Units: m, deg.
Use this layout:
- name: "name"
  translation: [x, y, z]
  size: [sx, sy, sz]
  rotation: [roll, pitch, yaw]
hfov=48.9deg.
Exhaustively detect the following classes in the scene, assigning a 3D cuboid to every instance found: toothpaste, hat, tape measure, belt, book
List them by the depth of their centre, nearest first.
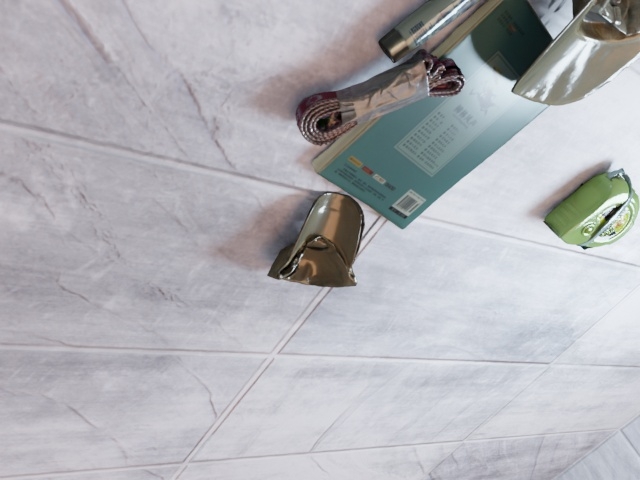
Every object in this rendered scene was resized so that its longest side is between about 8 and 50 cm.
- name: "toothpaste"
  translation: [0.180, -0.313, 0.899]
  size: [0.239, 0.039, 0.062]
  rotation: [-36, 147, 8]
- name: "belt"
  translation: [0.077, -0.195, 0.940]
  size: [0.232, 0.053, 0.071]
  rotation: [-20, 126, 0]
- name: "hat"
  translation: [0.359, -0.312, 0.971]
  size: [0.214, 0.149, 0.244]
  rotation: [6, 153, -46]
- name: "book"
  translation: [0.199, -0.182, 1.072]
  size: [0.379, 0.031, 0.264]
  rotation: [-41, 142, 17]
- name: "hat"
  translation: [0.000, 0.000, 1.147]
  size: [0.147, 0.085, 0.175]
  rotation: [12, 106, -27]
- name: "tape measure"
  translation: [0.551, -0.057, 1.397]
  size: [0.177, 0.087, 0.154]
  rotation: [-43, 129, 17]
